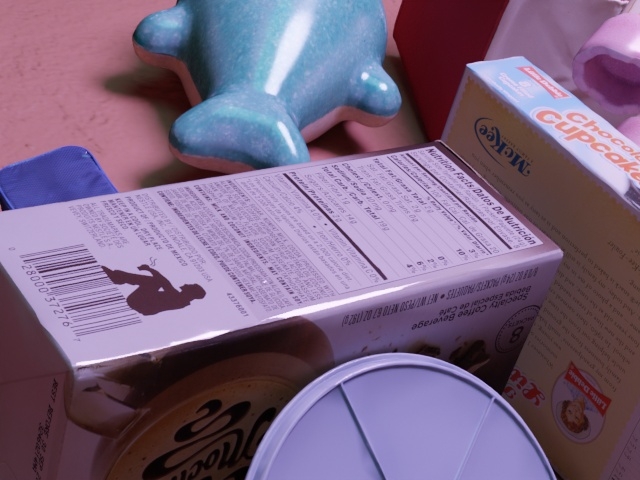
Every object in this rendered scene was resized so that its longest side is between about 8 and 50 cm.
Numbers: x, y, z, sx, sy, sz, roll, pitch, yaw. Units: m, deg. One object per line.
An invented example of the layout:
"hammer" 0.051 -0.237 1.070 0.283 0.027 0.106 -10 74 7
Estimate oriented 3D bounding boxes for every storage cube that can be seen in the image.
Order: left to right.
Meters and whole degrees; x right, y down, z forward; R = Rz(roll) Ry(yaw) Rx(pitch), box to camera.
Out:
"storage cube" 0.187 -0.182 1.102 0.184 0.215 0.193 6 42 -17

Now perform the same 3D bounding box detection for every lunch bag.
"lunch bag" -0.162 -0.008 0.834 0.067 0.065 0.098 -21 49 -21

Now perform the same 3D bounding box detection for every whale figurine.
"whale figurine" -0.037 -0.148 1.015 0.216 0.141 0.272 17 35 -1

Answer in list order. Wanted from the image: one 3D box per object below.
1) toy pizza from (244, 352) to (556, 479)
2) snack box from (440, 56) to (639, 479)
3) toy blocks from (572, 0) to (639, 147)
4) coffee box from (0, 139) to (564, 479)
"toy pizza" 0.042 0.156 0.642 0.201 0.032 0.201 9 72 -31
"snack box" 0.175 0.052 0.785 0.060 0.187 0.322 -12 44 -36
"toy blocks" 0.308 0.009 0.917 0.289 0.309 0.260 21 64 27
"coffee box" -0.034 0.061 0.701 0.297 0.168 0.119 -11 43 -36
